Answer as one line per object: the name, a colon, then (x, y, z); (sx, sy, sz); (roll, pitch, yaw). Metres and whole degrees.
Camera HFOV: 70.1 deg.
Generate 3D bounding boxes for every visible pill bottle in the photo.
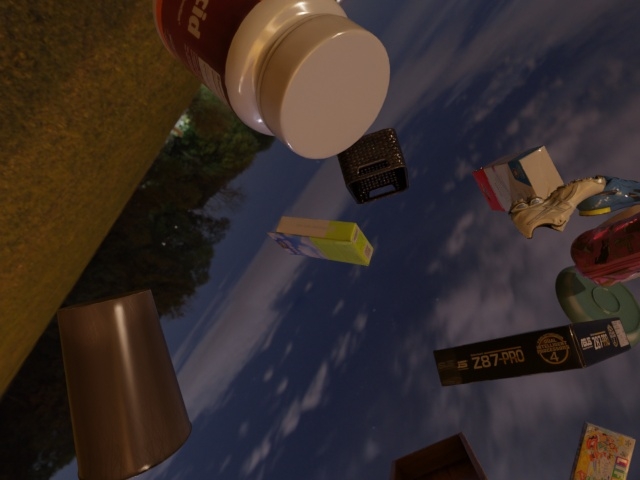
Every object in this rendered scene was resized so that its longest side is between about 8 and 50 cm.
pill bottle: (-0.089, -0.308, 0.726); (0.224, 0.224, 0.392); (-52, -123, 12)

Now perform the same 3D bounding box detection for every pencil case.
pencil case: (0.759, -0.004, 1.031); (0.386, 0.167, 0.159); (123, -31, -70)

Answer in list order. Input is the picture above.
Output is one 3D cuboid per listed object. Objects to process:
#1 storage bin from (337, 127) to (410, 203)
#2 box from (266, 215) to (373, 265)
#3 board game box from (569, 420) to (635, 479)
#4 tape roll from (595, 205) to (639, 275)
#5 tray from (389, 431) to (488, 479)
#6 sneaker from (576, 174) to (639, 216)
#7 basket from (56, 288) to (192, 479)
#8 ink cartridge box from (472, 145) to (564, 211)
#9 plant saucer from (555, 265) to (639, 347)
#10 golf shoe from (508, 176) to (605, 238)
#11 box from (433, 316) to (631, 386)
storage bin: (0.111, -0.147, 0.940); (0.122, 0.084, 0.180); (-17, 167, 10)
box: (0.000, 0.000, 0.874); (0.179, 0.109, 0.042); (7, -113, 28)
board game box: (0.656, 0.518, 1.065); (0.026, 0.104, 0.153); (34, 72, -75)
tape roll: (0.952, -0.006, 1.328); (0.246, 0.246, 0.169); (-42, -120, 40)
tray: (0.253, 0.530, 0.985); (0.203, 0.076, 0.411); (-26, 165, 5)
sneaker: (0.673, -0.116, 1.026); (0.210, 0.082, 0.069); (-14, -172, -8)
basket: (-0.292, 0.195, 0.671); (0.155, 0.226, 0.204); (-12, -179, -7)
ink cartridge box: (0.495, -0.149, 1.159); (0.078, 0.134, 0.231); (-31, -173, -6)
plant saucer: (0.944, 0.207, 1.525); (0.043, 0.318, 0.317); (113, -1, -50)
golf shoe: (0.457, -0.059, 0.869); (0.176, 0.069, 0.085); (-22, -109, 17)
box: (0.514, 0.264, 1.094); (0.318, 0.395, 0.097); (-27, -112, 41)
